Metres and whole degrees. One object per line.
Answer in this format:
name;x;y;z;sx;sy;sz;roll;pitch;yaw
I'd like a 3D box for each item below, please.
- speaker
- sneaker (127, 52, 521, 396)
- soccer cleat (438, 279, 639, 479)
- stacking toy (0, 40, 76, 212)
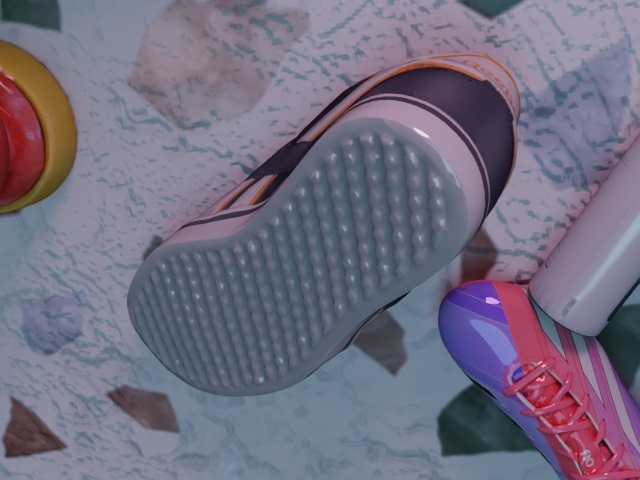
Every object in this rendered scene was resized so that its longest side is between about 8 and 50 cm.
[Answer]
speaker;0.186;-0.009;0.525;0.055;0.055;0.136;29;115;-3
sneaker;0.000;0.000;0.535;0.126;0.127;0.321;51;137;-7
soccer cleat;0.171;0.125;0.565;0.083;0.095;0.248;-38;103;23
stacking toy;-0.303;-0.151;0.508;0.308;0.130;0.280;17;116;2
